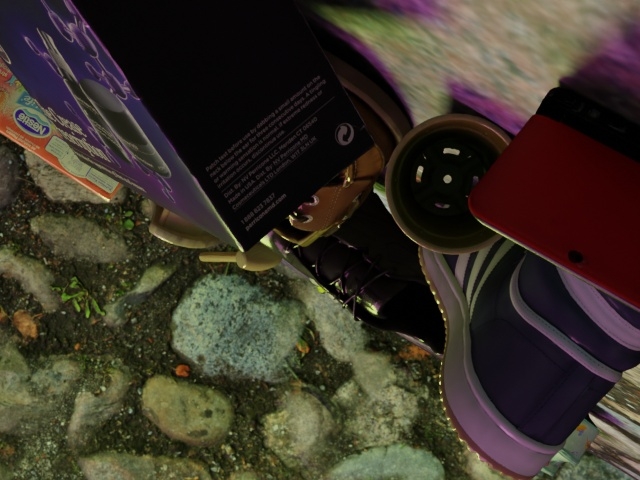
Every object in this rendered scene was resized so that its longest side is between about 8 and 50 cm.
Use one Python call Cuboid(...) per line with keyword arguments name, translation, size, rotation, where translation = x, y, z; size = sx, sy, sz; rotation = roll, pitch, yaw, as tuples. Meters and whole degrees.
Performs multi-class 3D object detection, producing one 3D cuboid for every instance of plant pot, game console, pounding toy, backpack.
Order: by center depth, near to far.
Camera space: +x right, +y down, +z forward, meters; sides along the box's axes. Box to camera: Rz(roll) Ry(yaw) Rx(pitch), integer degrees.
Cuboid(name="game console", translation=(0.150, 0.000, 0.462), size=(0.144, 0.085, 0.124), rotation=(32, 174, 15))
Cuboid(name="plant pot", translation=(0.083, -0.037, 0.620), size=(0.083, 0.083, 0.079), rotation=(32, -173, 1))
Cuboid(name="pounding toy", translation=(-0.188, -0.038, 1.311), size=(0.269, 0.154, 0.154), rotation=(41, -152, 28))
Cuboid(name="backpack", translation=(0.388, 0.319, 1.708), size=(0.166, 0.144, 0.188), rotation=(37, 172, 5))

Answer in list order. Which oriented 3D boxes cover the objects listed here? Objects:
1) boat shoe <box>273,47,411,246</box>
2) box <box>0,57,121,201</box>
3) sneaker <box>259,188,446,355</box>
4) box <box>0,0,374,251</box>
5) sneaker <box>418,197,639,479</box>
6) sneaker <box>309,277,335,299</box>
Cuboid(name="boat shoe", translation=(-0.005, -0.055, 0.746), size=(0.111, 0.104, 0.307), rotation=(33, 174, 11))
Cuboid(name="box", translation=(-0.440, -0.206, 1.646), size=(0.300, 0.154, 0.142), rotation=(33, 175, -14))
Cuboid(name="sneaker", translation=(0.034, 0.011, 0.928), size=(0.286, 0.109, 0.130), rotation=(25, -152, -1))
Cuboid(name="box", translation=(-0.112, -0.119, 0.568), size=(0.261, 0.103, 0.184), rotation=(25, 150, 55))
Cuboid(name="sneaker", translation=(0.147, 0.012, 0.636), size=(0.099, 0.153, 0.282), rotation=(31, -155, -13))
Cuboid(name="sneaker", translation=(0.000, 0.000, 1.255), size=(0.121, 0.111, 0.300), rotation=(41, 169, -4))
